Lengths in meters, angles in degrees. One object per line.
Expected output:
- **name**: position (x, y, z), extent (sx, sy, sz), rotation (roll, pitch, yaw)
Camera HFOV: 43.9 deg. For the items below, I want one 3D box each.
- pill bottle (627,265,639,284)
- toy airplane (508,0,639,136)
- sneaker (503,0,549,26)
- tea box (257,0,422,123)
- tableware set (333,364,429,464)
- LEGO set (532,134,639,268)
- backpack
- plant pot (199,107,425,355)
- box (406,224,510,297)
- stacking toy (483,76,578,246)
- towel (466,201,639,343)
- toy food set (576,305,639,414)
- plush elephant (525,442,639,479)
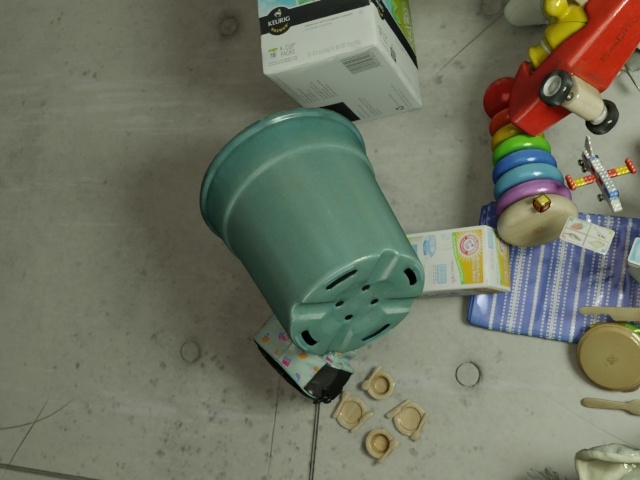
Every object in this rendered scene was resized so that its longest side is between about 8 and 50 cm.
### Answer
- **pill bottle**: position (0.659, 0.117, 1.270), extent (0.176, 0.176, 0.318), rotation (-44, 71, 8)
- **toy airplane**: position (0.469, -0.397, 1.319), extent (0.384, 0.386, 0.272), rotation (-20, 35, -6)
- **sneaker**: position (0.494, -0.440, 1.482), extent (0.290, 0.106, 0.123), rotation (-14, 73, 16)
- **tea box**: position (0.038, -0.431, 1.532), extent (0.220, 0.329, 0.323), rotation (-11, 77, 19)
- **tableware set**: position (0.114, 0.335, 1.524), extent (0.141, 0.020, 0.168), rotation (-48, 68, 6)
- **LEGO set**: position (0.475, -0.061, 1.271), extent (0.244, 0.060, 0.182), rotation (22, 63, 20)
- **backpack**: position (-0.029, 0.205, 1.523), extent (0.188, 0.166, 0.144), rotation (33, 91, 20)
- **plant pot**: position (0.000, 0.000, 1.414), extent (0.341, 0.341, 0.334), rotation (-39, 53, 10)
- **box**: position (0.236, 0.043, 1.462), extent (0.203, 0.103, 0.114), rotation (-7, 77, 36)
- **stacking toy**: position (0.362, -0.159, 1.453), extent (0.141, 0.141, 0.330), rotation (-17, 57, 17)
- **towel**: position (0.444, 0.061, 1.443), extent (0.336, 0.040, 0.243), rotation (8, 83, 22)
- **toy food set**: position (0.513, 0.201, 1.377), extent (0.132, 0.038, 0.192), rotation (2, 103, 29)
- **plush elephant**: position (0.482, 0.444, 1.231), extent (0.255, 0.272, 0.330), rotation (-52, 40, 31)
